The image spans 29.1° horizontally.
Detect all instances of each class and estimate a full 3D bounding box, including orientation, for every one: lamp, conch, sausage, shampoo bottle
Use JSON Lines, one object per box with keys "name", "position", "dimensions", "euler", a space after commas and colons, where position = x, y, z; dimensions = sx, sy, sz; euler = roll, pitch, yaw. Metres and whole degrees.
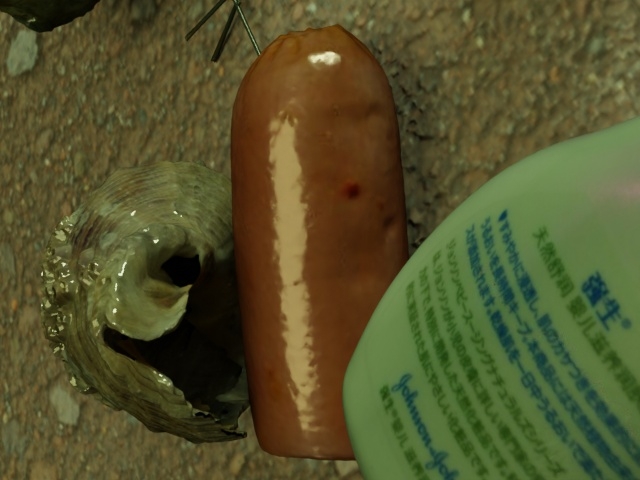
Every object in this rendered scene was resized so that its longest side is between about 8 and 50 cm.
{"name": "lamp", "position": [-0.042, -0.109, 0.833], "dimensions": [0.054, 0.041, 0.121], "euler": [-51, 62, 24]}
{"name": "conch", "position": [-0.096, 0.045, 0.782], "dimensions": [0.163, 0.245, 0.178], "euler": [-44, 97, 7]}
{"name": "sausage", "position": [0.000, 0.000, 0.748], "dimensions": [0.114, 0.114, 0.259], "euler": [-2, 93, 44]}
{"name": "shampoo bottle", "position": [0.168, 0.027, 0.558], "dimensions": [0.349, 0.151, 0.221], "euler": [-48, 55, 35]}

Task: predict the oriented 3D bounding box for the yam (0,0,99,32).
{"name": "yam", "position": [-0.162, -0.307, 0.828], "dimensions": [0.300, 0.195, 0.195], "euler": [-43, 64, 37]}
